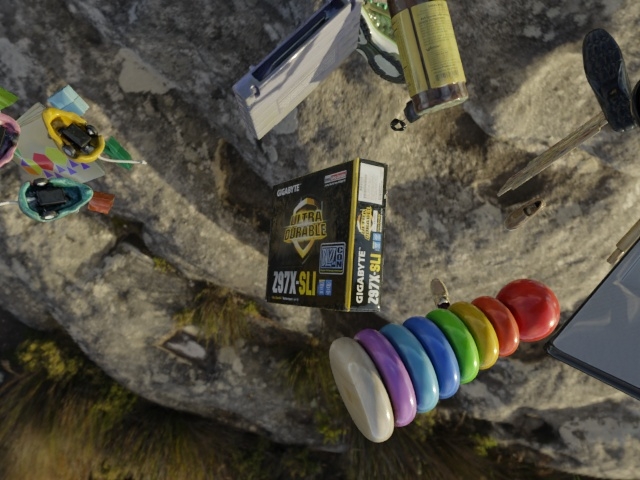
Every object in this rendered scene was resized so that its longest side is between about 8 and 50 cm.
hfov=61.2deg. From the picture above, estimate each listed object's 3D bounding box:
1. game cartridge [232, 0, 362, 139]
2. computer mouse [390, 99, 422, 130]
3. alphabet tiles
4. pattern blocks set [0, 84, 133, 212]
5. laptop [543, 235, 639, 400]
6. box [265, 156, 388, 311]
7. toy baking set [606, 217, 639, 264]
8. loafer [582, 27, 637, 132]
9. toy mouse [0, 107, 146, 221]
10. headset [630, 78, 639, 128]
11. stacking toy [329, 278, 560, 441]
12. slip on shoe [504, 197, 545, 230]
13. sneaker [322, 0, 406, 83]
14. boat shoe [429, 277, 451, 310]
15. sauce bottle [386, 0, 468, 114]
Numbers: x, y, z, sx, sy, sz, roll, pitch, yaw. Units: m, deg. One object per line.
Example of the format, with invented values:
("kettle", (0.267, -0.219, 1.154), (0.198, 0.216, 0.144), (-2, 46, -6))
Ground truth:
("game cartridge", (-0.048, -0.405, 1.250), (0.068, 0.230, 0.355), (45, 82, 4))
("computer mouse", (0.292, -0.427, 1.892), (0.041, 0.242, 0.071), (-36, 92, -16))
("alphabet tiles", (0.601, -0.231, 1.361), (0.342, 0.285, 0.011), (-39, 88, 36))
("pattern blocks set", (-0.481, -0.154, 0.962), (0.325, 0.026, 0.285), (-4, 136, 26))
("laptop", (0.460, 0.004, 0.392), (0.408, 0.382, 0.236), (26, 125, 35))
("box", (0.000, 0.000, 1.030), (0.079, 0.322, 0.257), (5, 85, -30))
("toy baking set", (0.720, 0.052, 1.147), (0.030, 0.197, 0.256), (7, 128, -48))
("loafer", (0.605, -0.333, 1.138), (0.076, 0.078, 0.223), (-21, 98, 26))
("toy mouse", (-0.271, -0.065, 0.502), (0.161, 0.143, 0.031), (36, 146, -18))
("headset", (0.577, -0.193, 0.769), (0.185, 0.243, 0.394), (-9, 114, 8))
("stacking toy", (0.185, 0.141, 0.737), (0.330, 0.141, 0.141), (-21, 122, -13))
("slip on shoe", (0.606, -0.078, 1.612), (0.135, 0.041, 0.051), (-35, 76, 22))
("sneaker", (0.171, -0.687, 1.704), (0.410, 0.182, 0.158), (41, 159, -30))
("boat shoe", (0.351, 0.173, 1.554), (0.050, 0.045, 0.135), (-19, 86, 1))
("sauce bottle", (0.190, -0.417, 1.022), (0.111, 0.111, 0.344), (-12, 95, 15))
